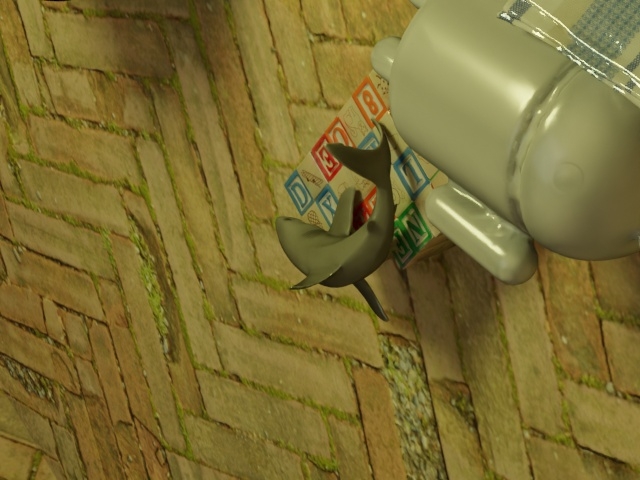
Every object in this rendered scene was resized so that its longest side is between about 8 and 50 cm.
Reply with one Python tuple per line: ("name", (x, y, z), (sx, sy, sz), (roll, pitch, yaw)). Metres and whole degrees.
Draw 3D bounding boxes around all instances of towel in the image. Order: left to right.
("towel", (0.294, -0.191, 1.446), (0.285, 0.209, 0.034), (41, -179, 37))

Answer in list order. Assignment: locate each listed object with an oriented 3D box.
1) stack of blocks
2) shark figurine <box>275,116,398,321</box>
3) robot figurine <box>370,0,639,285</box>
("stack of blocks", (0.084, -0.064, 1.945), (0.171, 0.087, 0.297), (61, 150, 12))
("shark figurine", (0.016, 0.006, 1.904), (0.166, 0.116, 0.278), (60, 152, 10))
("robot figurine", (0.199, -0.114, 1.611), (0.353, 0.199, 0.300), (41, 112, 40))
